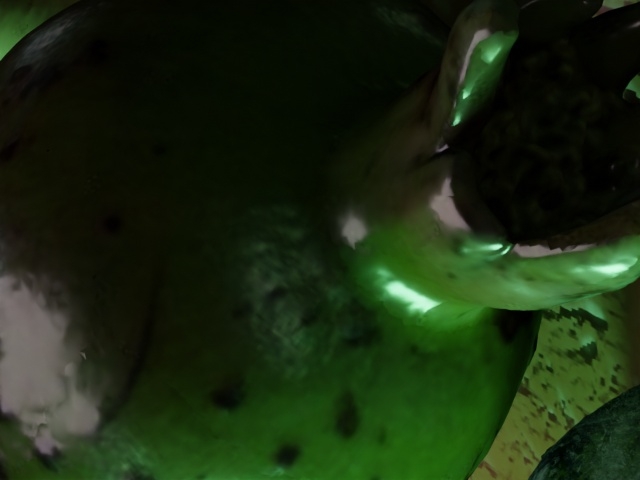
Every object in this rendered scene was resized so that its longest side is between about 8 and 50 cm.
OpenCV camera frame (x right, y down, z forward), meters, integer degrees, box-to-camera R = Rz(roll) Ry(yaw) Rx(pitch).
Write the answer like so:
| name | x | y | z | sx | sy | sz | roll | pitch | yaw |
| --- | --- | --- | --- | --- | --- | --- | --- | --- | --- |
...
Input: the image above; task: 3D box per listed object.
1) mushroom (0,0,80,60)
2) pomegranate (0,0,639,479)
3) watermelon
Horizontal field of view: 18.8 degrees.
| name | x | y | z | sx | sy | sz | roll | pitch | yaw |
| --- | --- | --- | --- | --- | --- | --- | --- | --- | --- |
| mushroom | -0.147 | -0.148 | 0.952 | 0.234 | 0.254 | 0.260 | -45 | 30 | 22 |
| pomegranate | 0.000 | -0.011 | 0.688 | 0.306 | 0.242 | 0.242 | -36 | 67 | 26 |
| watermelon | 0.104 | 0.099 | 0.689 | 0.085 | 0.085 | 0.061 | 67 | -166 | 13 |
